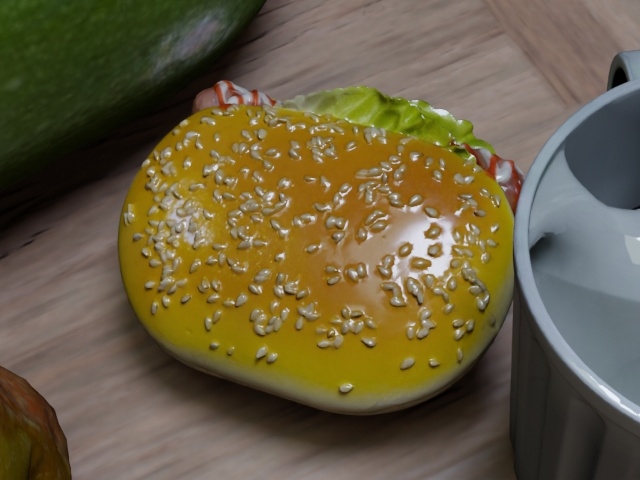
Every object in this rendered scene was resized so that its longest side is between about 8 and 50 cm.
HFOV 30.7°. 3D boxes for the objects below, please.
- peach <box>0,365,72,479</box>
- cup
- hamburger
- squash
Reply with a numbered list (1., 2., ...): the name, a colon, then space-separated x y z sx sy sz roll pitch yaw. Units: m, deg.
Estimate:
1. peach: -0.205 0.119 0.490 0.214 0.214 0.235 19 26 16
2. cup: 0.173 0.032 0.514 0.167 0.202 0.221 21 61 17
3. hamburger: 0.000 0.000 0.601 0.210 0.116 0.173 17 63 16
4. squash: -0.162 -0.201 0.640 0.309 0.310 0.310 -30 60 -16
